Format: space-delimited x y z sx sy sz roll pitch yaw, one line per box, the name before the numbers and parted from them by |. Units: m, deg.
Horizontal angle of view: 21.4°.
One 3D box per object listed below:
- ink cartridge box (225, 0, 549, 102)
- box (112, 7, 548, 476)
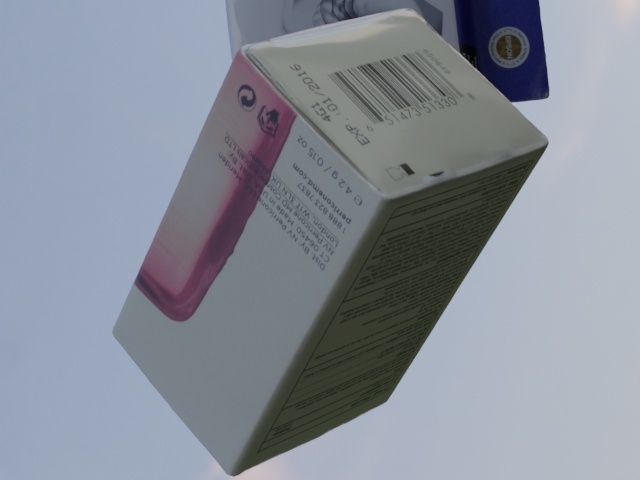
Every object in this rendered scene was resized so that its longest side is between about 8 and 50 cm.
ink cartridge box | 0.041 -0.194 1.179 0.045 0.224 0.223 114 148 -89
box | 0.000 0.000 0.978 0.149 0.127 0.232 -20 -31 -44
